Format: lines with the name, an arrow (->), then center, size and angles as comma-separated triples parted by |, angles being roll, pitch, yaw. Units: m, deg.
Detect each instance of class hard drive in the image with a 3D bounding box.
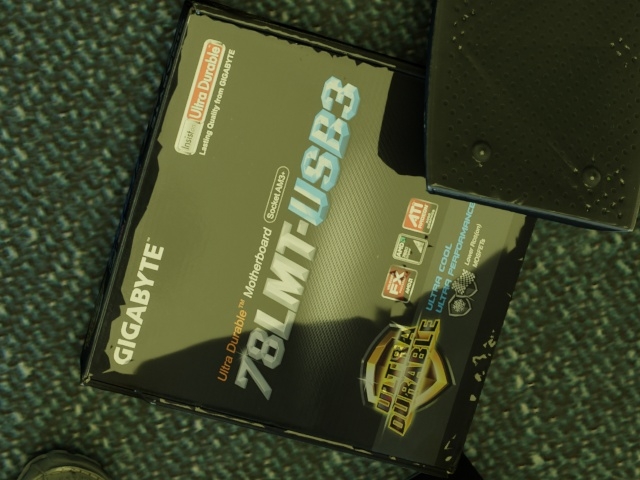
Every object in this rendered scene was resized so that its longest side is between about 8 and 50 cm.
hard drive -> 0.156, -0.136, 1.318 | 0.172, 0.054, 0.255 | 12, 73, -13

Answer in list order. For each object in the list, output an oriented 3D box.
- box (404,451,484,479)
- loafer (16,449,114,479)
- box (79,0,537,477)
box -> 0.115, 0.272, 1.373 | 0.108, 0.207, 0.153 | -29, 106, -2
loafer -> -0.242, 0.310, 1.375 | 0.112, 0.111, 0.319 | 21, 99, -13
box -> 0.000, 0.000, 1.367 | 0.293, 0.073, 0.296 | 16, 99, -13
